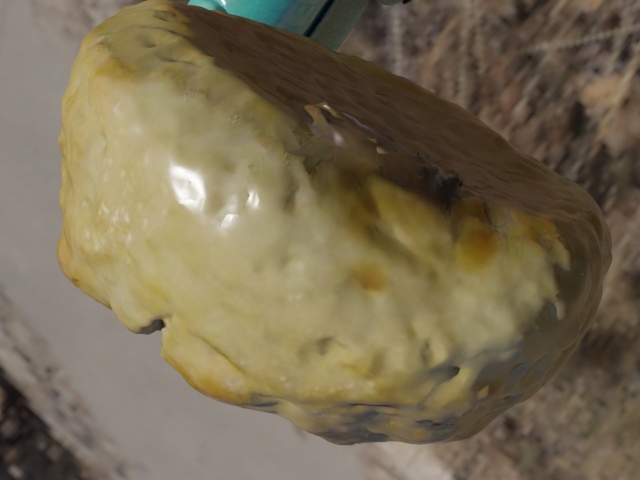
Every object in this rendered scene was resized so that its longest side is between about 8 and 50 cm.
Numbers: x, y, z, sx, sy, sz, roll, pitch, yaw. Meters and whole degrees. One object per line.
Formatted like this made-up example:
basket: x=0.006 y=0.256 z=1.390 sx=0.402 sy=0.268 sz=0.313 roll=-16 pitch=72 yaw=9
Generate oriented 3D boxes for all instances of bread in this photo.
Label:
bread: x=0.000 y=0.000 z=0.815 sx=0.244 sy=0.244 sz=0.134 roll=33 pitch=107 yaw=13

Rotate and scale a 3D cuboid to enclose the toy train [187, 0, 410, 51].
toy train: x=-0.029 y=-0.142 z=1.232 sx=0.101 sy=0.159 sz=0.248 roll=47 pitch=120 yaw=23
